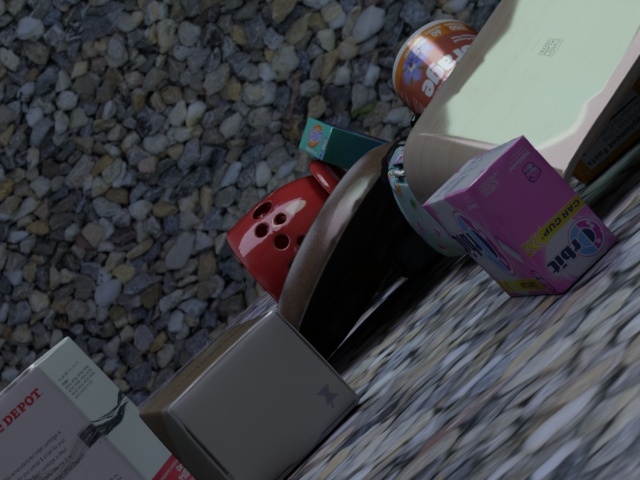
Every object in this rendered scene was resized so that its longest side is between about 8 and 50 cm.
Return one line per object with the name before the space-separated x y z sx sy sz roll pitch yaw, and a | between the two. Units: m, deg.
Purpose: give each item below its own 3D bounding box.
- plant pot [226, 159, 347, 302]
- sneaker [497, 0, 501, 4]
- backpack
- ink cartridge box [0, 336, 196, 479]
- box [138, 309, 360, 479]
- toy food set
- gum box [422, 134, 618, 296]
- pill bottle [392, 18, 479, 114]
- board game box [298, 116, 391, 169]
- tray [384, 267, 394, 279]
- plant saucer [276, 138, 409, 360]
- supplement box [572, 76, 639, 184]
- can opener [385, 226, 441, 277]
plant pot | 0.000 0.000 2.271 0.174 0.191 0.191 -47 3 6
sneaker | 0.298 -0.249 1.770 0.319 0.208 0.127 -43 2 -5
backpack | 0.147 -0.050 1.810 0.115 0.152 0.182 -51 16 -15
ink cartridge box | -0.277 0.255 1.994 0.172 0.237 0.100 -41 3 25
box | -0.078 0.166 1.735 0.148 0.121 0.311 -43 3 -14
toy food set | 0.230 -0.143 1.553 0.306 0.092 0.219 -56 34 -12
gum box | 0.152 -0.015 1.383 0.062 0.107 0.188 -43 3 -7
pill bottle | 0.181 -0.155 1.993 0.121 0.121 0.216 -43 43 2
board game box | 0.089 -0.099 2.215 0.160 0.210 0.047 -142 68 -75
tray | 0.166 -0.047 2.392 0.145 0.030 0.270 -42 3 32
plant saucer | 0.031 0.011 2.002 0.311 0.050 0.311 -56 -14 -21
supplement box | 0.308 -0.158 1.642 0.233 0.080 0.078 -41 3 17
can opener | 0.175 -0.079 2.084 0.283 0.095 0.076 -42 2 -16
